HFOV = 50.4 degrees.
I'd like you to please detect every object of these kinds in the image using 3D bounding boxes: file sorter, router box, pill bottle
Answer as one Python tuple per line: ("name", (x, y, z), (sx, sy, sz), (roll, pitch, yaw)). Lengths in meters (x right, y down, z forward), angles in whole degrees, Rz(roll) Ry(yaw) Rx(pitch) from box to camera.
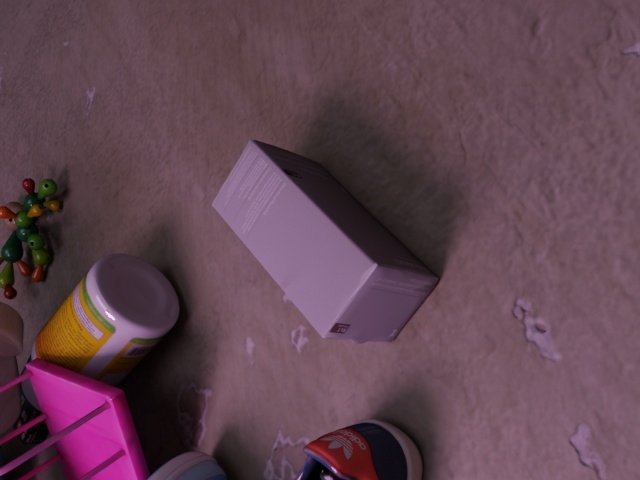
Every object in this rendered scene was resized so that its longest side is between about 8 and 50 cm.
("file sorter", (-0.336, 0.332, 0.839), (0.202, 0.182, 0.290), (6, 115, 40))
("router box", (-0.473, 0.263, 1.132), (0.092, 0.038, 0.122), (40, 106, 37))
("pill bottle", (-0.323, 0.144, 0.971), (0.246, 0.136, 0.136), (-44, 57, 26))

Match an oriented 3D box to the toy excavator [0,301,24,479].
("toy excavator", (-0.589, 0.342, 1.064), (0.445, 0.433, 0.222), (-29, 33, -7))

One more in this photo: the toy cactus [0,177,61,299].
("toy cactus", (-0.543, -0.021, 1.218), (0.180, 0.112, 0.219), (35, 112, 48))

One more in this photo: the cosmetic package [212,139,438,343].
("cosmetic package", (0.000, 0.000, 0.751), (0.238, 0.127, 0.107), (43, 108, 34))

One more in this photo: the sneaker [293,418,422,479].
("sneaker", (-0.016, 0.348, 0.677), (0.131, 0.148, 0.350), (15, 91, 40))

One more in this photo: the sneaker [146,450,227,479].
("sneaker", (-0.133, 0.363, 0.719), (0.208, 0.319, 0.127), (17, 113, 16))
